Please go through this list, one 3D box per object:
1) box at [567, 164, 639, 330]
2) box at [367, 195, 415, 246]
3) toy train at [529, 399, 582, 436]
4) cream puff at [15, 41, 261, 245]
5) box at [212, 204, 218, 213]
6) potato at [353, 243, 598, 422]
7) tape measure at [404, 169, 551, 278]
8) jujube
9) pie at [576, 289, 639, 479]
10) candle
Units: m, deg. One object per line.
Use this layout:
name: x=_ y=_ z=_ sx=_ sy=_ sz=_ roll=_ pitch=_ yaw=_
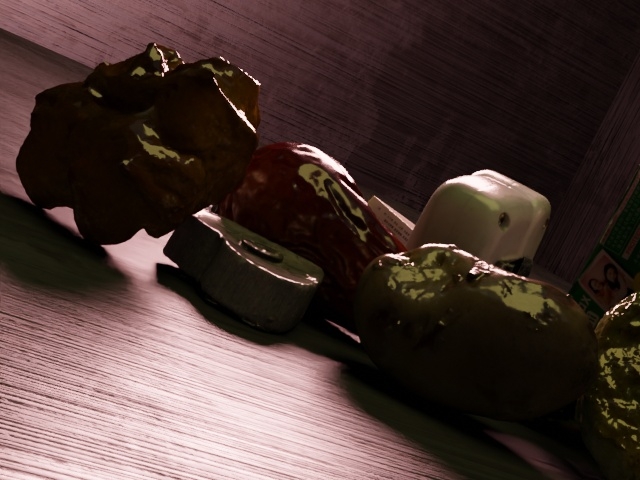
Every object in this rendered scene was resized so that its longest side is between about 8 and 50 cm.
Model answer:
box: x=0.384 y=0.030 z=1.755 sx=0.103 sy=0.250 sz=0.180 roll=32 pitch=14 yaw=26
box: x=0.177 y=0.053 z=2.215 sx=0.260 sy=0.062 sz=0.175 roll=42 pitch=6 yaw=31
toy train: x=0.296 y=0.176 z=1.838 sx=0.296 sy=0.100 sz=0.161 roll=19 pitch=3 yaw=-39
cream puff: x=-0.181 y=-0.104 z=1.587 sx=0.241 sy=0.269 sz=0.154 roll=46 pitch=-17 yaw=41
box: x=-0.046 y=-0.026 z=2.222 sx=0.224 sy=0.069 sz=0.120 roll=26 pitch=6 yaw=-11
potato: x=0.157 y=0.101 z=1.565 sx=0.262 sy=0.165 sz=0.165 roll=24 pitch=6 yaw=6
tape measure: x=0.186 y=0.043 z=1.884 sx=0.125 sy=0.243 sz=0.246 roll=27 pitch=17 yaw=21
jujube: x=0.000 y=0.000 z=1.753 sx=0.255 sy=0.190 sz=0.190 roll=35 pitch=8 yaw=15
pie: x=0.398 y=0.170 z=1.584 sx=0.277 sy=0.277 sz=0.078 roll=28 pitch=-28 yaw=17
candle: x=-0.070 y=0.038 z=1.612 sx=0.168 sy=0.068 sz=0.192 roll=21 pitch=12 yaw=-42
